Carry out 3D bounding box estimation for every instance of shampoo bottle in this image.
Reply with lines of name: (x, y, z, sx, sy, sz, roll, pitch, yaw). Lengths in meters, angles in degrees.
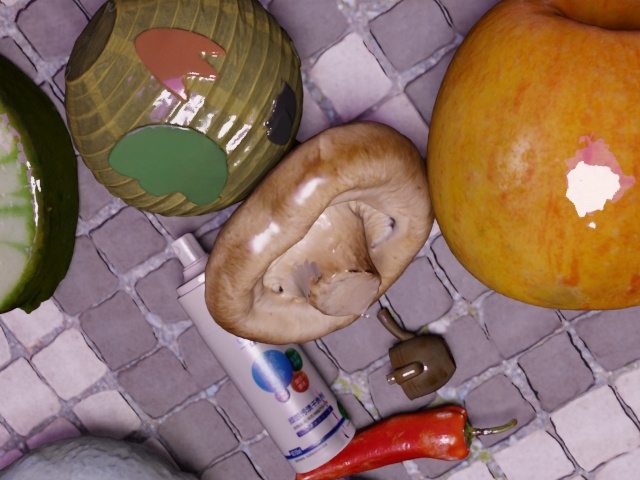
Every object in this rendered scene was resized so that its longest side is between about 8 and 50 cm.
shampoo bottle: (-0.077, 0.122, 0.989, 0.092, 0.092, 0.303, -32, 96, 13)

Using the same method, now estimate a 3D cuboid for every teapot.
teapot: (0.102, 0.124, 0.974, 0.080, 0.085, 0.110, -25, 78, 11)

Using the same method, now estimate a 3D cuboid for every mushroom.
mushroom: (0.000, 0.000, 0.879, 0.278, 0.278, 0.146, -44, 56, 14)

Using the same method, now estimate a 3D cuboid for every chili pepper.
chili pepper: (0.095, 0.237, 0.999, 0.272, 0.071, 0.063, -16, 95, 14)

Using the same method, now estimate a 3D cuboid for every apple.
apple: (0.242, -0.090, 0.792, 0.299, 0.299, 0.275, 4, 110, 8)

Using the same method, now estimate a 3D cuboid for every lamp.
lamp: (-0.120, -0.131, 0.878, 0.284, 0.250, 0.250, 33, 108, -35)

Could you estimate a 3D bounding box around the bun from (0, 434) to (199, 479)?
bun: (-0.258, 0.396, 1.013, 0.362, 0.211, 0.362, 1, 99, 9)

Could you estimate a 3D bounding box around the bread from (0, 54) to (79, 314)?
bread: (-0.467, -0.053, 0.990, 0.382, 0.129, 0.366, 43, 102, -3)
